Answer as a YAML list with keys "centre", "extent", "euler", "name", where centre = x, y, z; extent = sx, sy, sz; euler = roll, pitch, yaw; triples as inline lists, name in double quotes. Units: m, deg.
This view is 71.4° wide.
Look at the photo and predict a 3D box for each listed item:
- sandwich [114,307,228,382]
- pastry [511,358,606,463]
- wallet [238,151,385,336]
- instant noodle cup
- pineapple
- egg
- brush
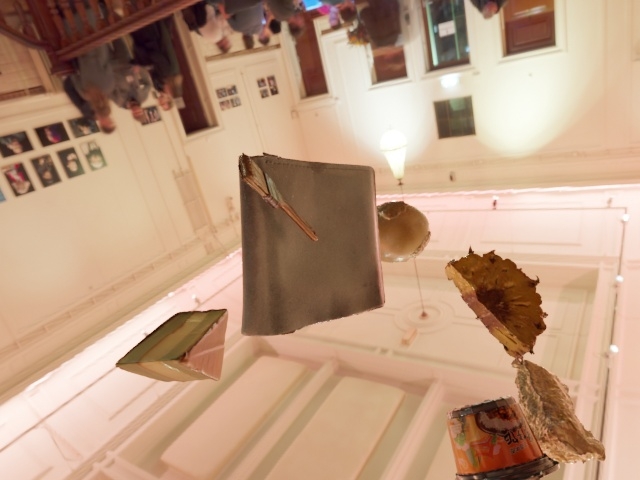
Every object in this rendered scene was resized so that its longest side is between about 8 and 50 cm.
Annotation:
- centre: [-0.246, 0.162, 0.768]
  extent: [0.117, 0.187, 0.144]
  euler: [-6, -116, 6]
  name: "sandwich"
- centre: [0.471, 0.349, 0.901]
  extent: [0.121, 0.089, 0.258]
  euler: [16, -157, 4]
  name: "pastry"
- centre: [0.001, 0.000, 0.684]
  extent: [0.290, 0.251, 0.054]
  euler: [-7, -174, -43]
  name: "wallet"
- centre: [0.296, 0.344, 0.771]
  extent: [0.177, 0.125, 0.208]
  euler: [-4, 154, -18]
  name: "instant noodle cup"
- centre: [0.359, 0.104, 0.858]
  extent: [0.135, 0.079, 0.233]
  euler: [-25, -112, -20]
  name: "pineapple"
- centre: [0.197, -0.023, 1.161]
  extent: [0.201, 0.164, 0.164]
  euler: [-11, -164, -35]
  name: "egg"
- centre: [-0.045, -0.042, 0.538]
  extent: [0.014, 0.170, 0.043]
  euler: [-28, -128, 13]
  name: "brush"
